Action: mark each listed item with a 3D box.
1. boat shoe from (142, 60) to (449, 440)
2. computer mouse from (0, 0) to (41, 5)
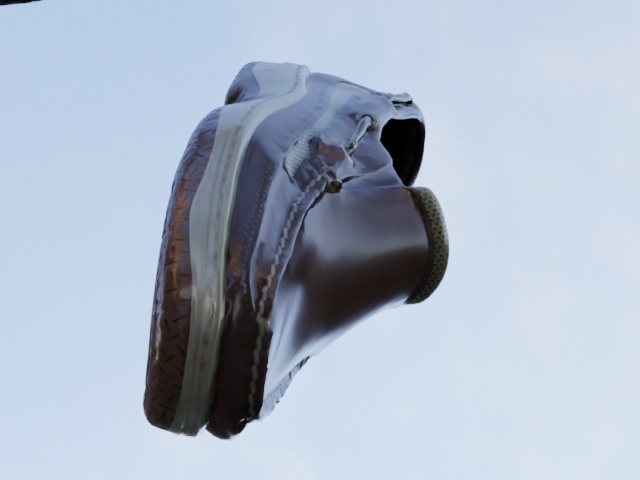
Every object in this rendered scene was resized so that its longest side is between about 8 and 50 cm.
[{"bbox_3d":[0.001,-0.007,0.650,0.095,0.257,0.095,9,-64,3],"label":"boat shoe"},{"bbox_3d":[-0.100,-0.150,0.428,0.106,0.193,0.042,-4,-8,1],"label":"computer mouse"}]
